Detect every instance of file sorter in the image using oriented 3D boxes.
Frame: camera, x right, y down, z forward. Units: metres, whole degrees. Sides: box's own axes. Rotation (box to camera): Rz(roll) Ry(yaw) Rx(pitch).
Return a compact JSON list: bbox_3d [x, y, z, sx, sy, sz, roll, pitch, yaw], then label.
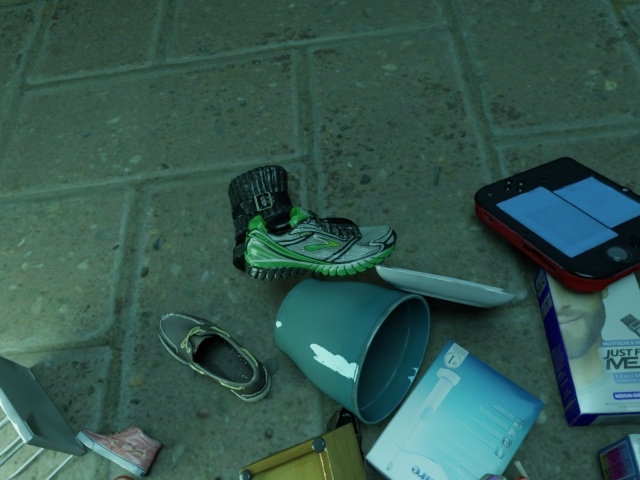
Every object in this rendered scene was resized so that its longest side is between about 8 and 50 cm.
[{"bbox_3d":[-0.688,0.398,1.166,0.173,0.193,0.278,-44,63,-14],"label":"file sorter"}]

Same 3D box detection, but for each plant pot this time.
[{"bbox_3d":[0.054,0.201,1.153,0.255,0.271,0.271,20,62,36],"label":"plant pot"}]

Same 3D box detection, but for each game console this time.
[{"bbox_3d":[0.589,-0.059,1.262,0.342,0.060,0.386,-24,43,-15],"label":"game console"}]

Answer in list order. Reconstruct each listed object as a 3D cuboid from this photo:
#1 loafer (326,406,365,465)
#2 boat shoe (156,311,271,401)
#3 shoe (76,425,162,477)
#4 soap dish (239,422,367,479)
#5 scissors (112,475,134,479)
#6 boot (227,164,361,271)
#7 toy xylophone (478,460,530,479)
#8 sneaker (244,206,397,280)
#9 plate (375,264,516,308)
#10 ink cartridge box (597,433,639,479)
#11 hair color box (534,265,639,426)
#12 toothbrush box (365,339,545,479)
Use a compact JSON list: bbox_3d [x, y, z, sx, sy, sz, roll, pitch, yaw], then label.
[{"bbox_3d":[0.045,0.410,1.066,0.080,0.078,0.220,6,30,-9],"label":"loafer"},{"bbox_3d":[-0.256,0.249,1.248,0.324,0.096,0.116,30,67,23],"label":"boat shoe"},{"bbox_3d":[-0.433,0.435,1.184,0.178,0.063,0.081,22,63,14],"label":"shoe"},{"bbox_3d":[-0.018,0.485,0.923,0.229,0.118,0.291,-28,54,18],"label":"soap dish"},{"bbox_3d":[-0.318,0.557,1.118,0.297,0.021,0.109,5,57,10],"label":"scissors"},{"bbox_3d":[-0.072,-0.074,1.399,0.348,0.131,0.260,-7,58,4],"label":"boot"},{"bbox_3d":[0.327,0.525,0.927,0.236,0.081,0.322,-39,103,-22],"label":"toy xylophone"},{"bbox_3d":[0.000,0.000,1.208,0.343,0.146,0.134,-5,19,-3],"label":"sneaker"},{"bbox_3d":[0.267,0.101,1.187,0.277,0.278,0.045,12,90,14],"label":"plate"},{"bbox_3d":[0.663,0.536,0.897,0.270,0.151,0.395,0,55,3],"label":"ink cartridge box"},{"bbox_3d":[0.587,0.205,1.152,0.185,0.110,0.339,-5,57,6],"label":"hair color box"},{"bbox_3d":[0.260,0.386,1.075,0.216,0.126,0.295,32,68,23],"label":"toothbrush box"}]
